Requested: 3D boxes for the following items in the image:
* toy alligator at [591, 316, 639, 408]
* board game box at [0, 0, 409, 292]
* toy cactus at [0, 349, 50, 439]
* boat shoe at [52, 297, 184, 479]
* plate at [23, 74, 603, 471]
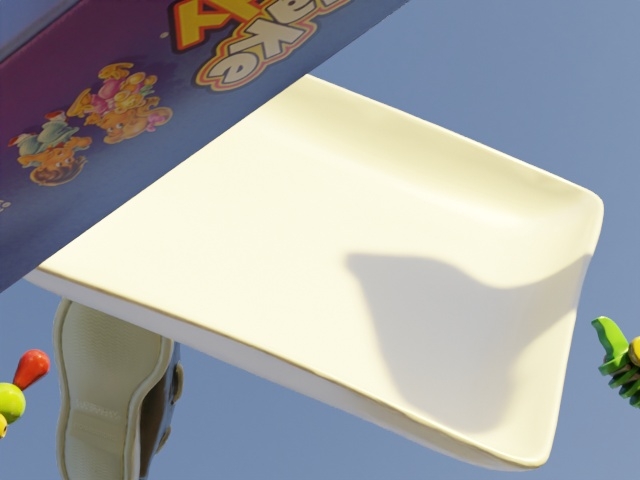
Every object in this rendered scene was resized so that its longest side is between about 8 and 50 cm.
[{"bbox_3d":[0.321,0.148,1.439,0.190,0.056,0.051,42,-118,-6],"label":"toy alligator"},{"bbox_3d":[-0.059,-0.146,0.365,0.347,0.233,0.078,-33,-24,18],"label":"board game box"},{"bbox_3d":[-0.274,0.086,0.947,0.219,0.112,0.180,47,-116,-46],"label":"toy cactus"},{"bbox_3d":[-0.178,0.110,1.379,0.091,0.114,0.302,-54,-13,-51],"label":"boat shoe"},{"bbox_3d":[0.000,0.000,0.794,0.277,0.278,0.045,-61,-7,-58],"label":"plate"}]
